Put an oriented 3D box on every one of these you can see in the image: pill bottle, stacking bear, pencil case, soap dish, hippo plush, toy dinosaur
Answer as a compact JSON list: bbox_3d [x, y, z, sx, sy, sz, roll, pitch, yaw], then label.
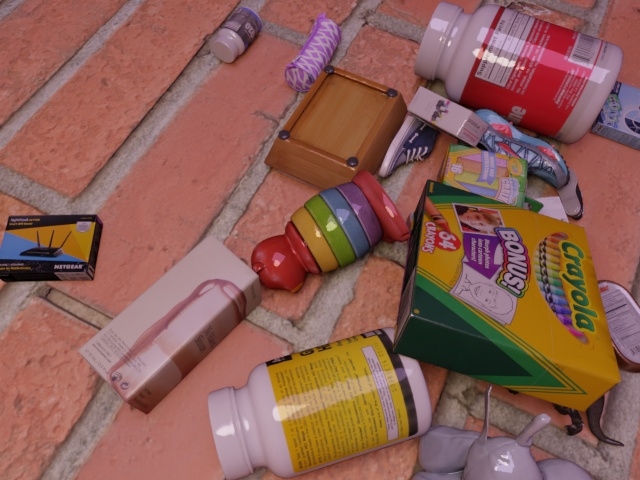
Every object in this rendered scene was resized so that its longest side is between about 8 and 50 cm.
[{"bbox_3d":[-0.212,-0.519,1.346,0.078,0.078,0.137,24,65,10],"label":"pill bottle"},{"bbox_3d":[0.000,0.000,1.043,0.289,0.175,0.164,-31,91,-4],"label":"stacking bear"},{"bbox_3d":[0.435,-0.395,1.220,0.408,0.229,0.229,24,64,11],"label":"pill bottle"},{"bbox_3d":[-0.020,-0.461,1.316,0.086,0.088,0.206,-2,52,39],"label":"pencil case"},{"bbox_3d":[0.041,-0.249,1.192,0.229,0.118,0.290,25,66,10],"label":"soap dish"},{"bbox_3d":[0.302,0.389,0.844,0.237,0.234,0.294,20,89,-23],"label":"hippo plush"},{"bbox_3d":[0.434,0.235,0.949,0.314,0.121,0.160,36,60,12],"label":"toy dinosaur"},{"bbox_3d":[-0.005,0.273,0.880,0.334,0.188,0.187,-14,64,-10],"label":"pill bottle"}]

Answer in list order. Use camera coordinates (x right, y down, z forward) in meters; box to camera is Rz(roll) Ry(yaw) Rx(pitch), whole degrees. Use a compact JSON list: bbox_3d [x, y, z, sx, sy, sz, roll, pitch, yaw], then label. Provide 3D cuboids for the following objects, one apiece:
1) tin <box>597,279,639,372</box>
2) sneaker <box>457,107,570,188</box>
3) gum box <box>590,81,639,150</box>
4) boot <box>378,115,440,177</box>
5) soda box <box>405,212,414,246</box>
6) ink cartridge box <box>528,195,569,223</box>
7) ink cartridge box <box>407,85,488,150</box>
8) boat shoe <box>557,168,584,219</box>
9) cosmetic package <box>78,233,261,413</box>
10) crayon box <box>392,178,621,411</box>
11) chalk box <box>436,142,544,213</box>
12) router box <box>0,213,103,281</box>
[{"bbox_3d":[0.588,0.164,1.043,0.106,0.040,0.189,-18,64,-16],"label":"tin"},{"bbox_3d":[0.423,-0.179,1.196,0.262,0.104,0.125,39,83,22],"label":"sneaker"},{"bbox_3d":[0.766,-0.293,1.283,0.185,0.041,0.156,24,65,9],"label":"gum box"},{"bbox_3d":[0.203,-0.203,1.199,0.086,0.069,0.190,27,61,7],"label":"boot"},{"bbox_3d":[0.217,0.033,1.082,0.058,0.063,0.183,-3,62,-4],"label":"soda box"},{"bbox_3d":[0.498,-0.039,1.149,0.063,0.029,0.115,-6,64,-5],"label":"ink cartridge box"},{"bbox_3d":[0.291,-0.260,1.159,0.181,0.104,0.061,40,108,33],"label":"ink cartridge box"},{"bbox_3d":[0.555,-0.102,1.179,0.046,0.038,0.125,-24,50,33],"label":"boat shoe"},{"bbox_3d":[-0.254,0.150,0.958,0.129,0.153,0.296,39,69,15],"label":"cosmetic package"},{"bbox_3d":[0.307,0.072,0.917,0.313,0.106,0.362,17,42,2],"label":"crayon box"},{"bbox_3d":[0.351,-0.096,1.116,0.213,0.132,0.132,14,63,4],"label":"chalk box"},{"bbox_3d":[-0.544,0.015,1.075,0.179,0.046,0.133,-1,62,-2],"label":"router box"}]
